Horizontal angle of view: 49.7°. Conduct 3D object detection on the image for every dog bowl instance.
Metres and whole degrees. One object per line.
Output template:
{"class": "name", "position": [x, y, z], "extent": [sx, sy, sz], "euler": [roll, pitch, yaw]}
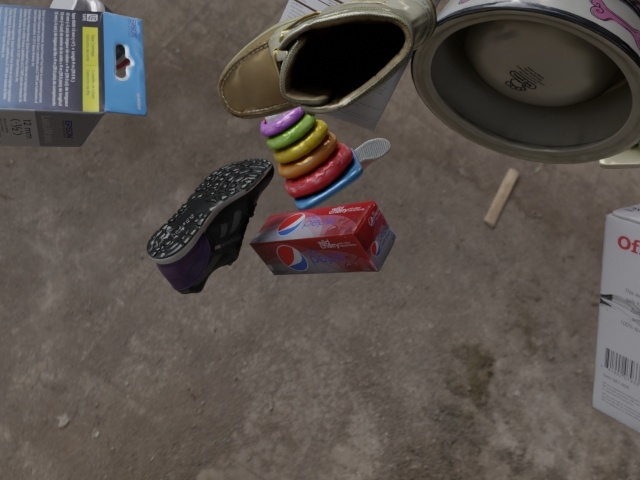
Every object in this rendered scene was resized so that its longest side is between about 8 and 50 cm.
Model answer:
{"class": "dog bowl", "position": [0.370, -0.304, 1.178], "extent": [0.407, 0.408, 0.151], "euler": [26, 71, -9]}

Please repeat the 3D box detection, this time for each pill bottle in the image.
{"class": "pill bottle", "position": [-0.477, -0.448, 1.466], "extent": [0.180, 0.107, 0.108], "euler": [31, 42, -56]}

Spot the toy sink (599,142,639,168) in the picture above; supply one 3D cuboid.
{"class": "toy sink", "position": [0.729, -0.297, 1.604], "extent": [0.152, 0.131, 0.234], "euler": [1, 52, 26]}

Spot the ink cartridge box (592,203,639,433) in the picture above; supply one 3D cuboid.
{"class": "ink cartridge box", "position": [0.637, 0.152, 1.169], "extent": [0.166, 0.285, 0.395], "euler": [-15, 113, -26]}

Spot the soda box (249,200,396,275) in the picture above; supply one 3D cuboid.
{"class": "soda box", "position": [0.000, 0.000, 1.223], "extent": [0.092, 0.263, 0.083], "euler": [55, 51, -28]}

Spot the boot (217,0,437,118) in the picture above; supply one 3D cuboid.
{"class": "boot", "position": [-0.014, -0.141, 0.563], "extent": [0.077, 0.213, 0.165], "euler": [65, 23, -18]}

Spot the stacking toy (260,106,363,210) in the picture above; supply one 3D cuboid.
{"class": "stacking toy", "position": [-0.056, -0.223, 1.410], "extent": [0.302, 0.165, 0.175], "euler": [55, 9, -24]}

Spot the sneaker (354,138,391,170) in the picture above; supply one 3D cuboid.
{"class": "sneaker", "position": [0.117, -0.212, 1.723], "extent": [0.051, 0.134, 0.070], "euler": [68, 17, 9]}

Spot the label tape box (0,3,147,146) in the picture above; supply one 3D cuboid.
{"class": "label tape box", "position": [-0.496, -0.295, 1.240], "extent": [0.347, 0.115, 0.249], "euler": [0, 60, -19]}

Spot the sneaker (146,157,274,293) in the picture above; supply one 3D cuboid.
{"class": "sneaker", "position": [-0.177, -0.027, 1.216], "extent": [0.107, 0.124, 0.283], "euler": [17, 54, 40]}

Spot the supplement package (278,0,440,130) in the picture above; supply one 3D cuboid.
{"class": "supplement package", "position": [0.054, -0.375, 1.214], "extent": [0.177, 0.293, 0.175], "euler": [10, 25, -45]}
